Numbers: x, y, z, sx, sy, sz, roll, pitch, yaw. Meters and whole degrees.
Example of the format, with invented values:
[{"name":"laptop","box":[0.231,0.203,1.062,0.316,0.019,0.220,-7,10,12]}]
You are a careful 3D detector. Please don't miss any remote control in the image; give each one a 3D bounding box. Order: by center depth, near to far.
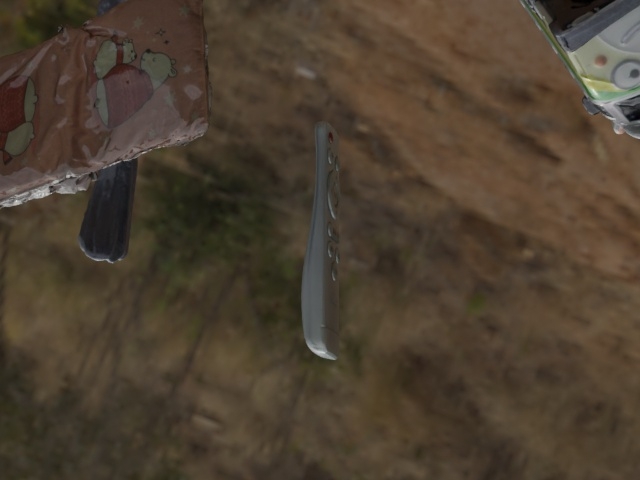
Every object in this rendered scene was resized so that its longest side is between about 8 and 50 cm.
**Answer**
[{"name":"remote control","box":[0.000,0.000,1.310,0.027,0.184,0.050,-2,167,12]}]

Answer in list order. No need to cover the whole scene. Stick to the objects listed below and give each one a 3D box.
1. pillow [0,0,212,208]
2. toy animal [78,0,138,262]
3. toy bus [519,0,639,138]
[{"name":"pillow","box":[-0.185,-0.102,1.281,0.248,0.135,0.049,-18,158,24]},{"name":"toy animal","box":[-0.194,-0.177,1.704,0.081,0.367,0.206,9,-167,-5]},{"name":"toy bus","box":[0.231,-0.212,1.356,0.179,0.143,0.305,55,-172,-34]}]
